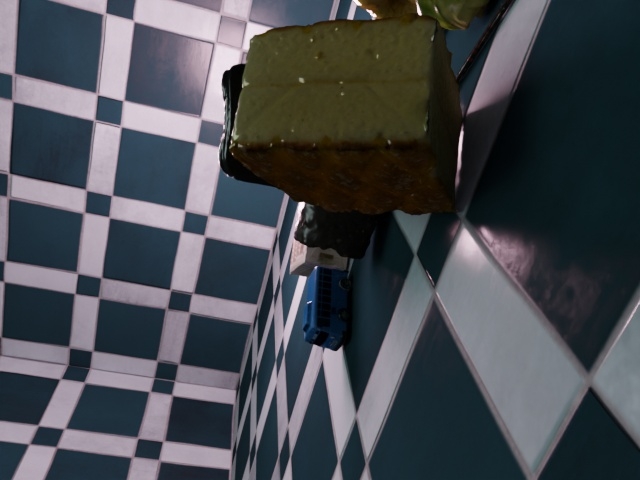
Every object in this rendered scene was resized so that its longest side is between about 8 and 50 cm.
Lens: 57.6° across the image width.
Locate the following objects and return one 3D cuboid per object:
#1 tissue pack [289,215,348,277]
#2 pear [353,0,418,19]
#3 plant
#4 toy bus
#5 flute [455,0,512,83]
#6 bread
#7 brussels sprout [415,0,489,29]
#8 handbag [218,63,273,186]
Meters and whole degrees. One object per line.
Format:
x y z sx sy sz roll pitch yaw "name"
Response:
0.000 0.000 1.582 0.225 0.124 0.185 141 140 -73 "tissue pack"
0.145 -0.543 1.079 0.271 0.271 0.271 -169 90 -79 "pear"
0.048 -0.105 1.267 0.188 0.199 0.276 -112 37 -81 "plant"
0.015 0.162 1.394 0.090 0.106 0.184 119 159 -51 "toy bus"
0.245 -0.297 0.936 0.269 0.014 0.014 118 160 -57 "flute"
0.055 -0.169 0.860 0.279 0.279 0.207 32 -117 -63 "bread"
0.215 -0.427 0.936 0.149 0.122 0.151 122 158 -68 "brussels sprout"
-0.050 -0.181 1.037 0.075 0.332 0.191 -4 83 38 "handbag"
